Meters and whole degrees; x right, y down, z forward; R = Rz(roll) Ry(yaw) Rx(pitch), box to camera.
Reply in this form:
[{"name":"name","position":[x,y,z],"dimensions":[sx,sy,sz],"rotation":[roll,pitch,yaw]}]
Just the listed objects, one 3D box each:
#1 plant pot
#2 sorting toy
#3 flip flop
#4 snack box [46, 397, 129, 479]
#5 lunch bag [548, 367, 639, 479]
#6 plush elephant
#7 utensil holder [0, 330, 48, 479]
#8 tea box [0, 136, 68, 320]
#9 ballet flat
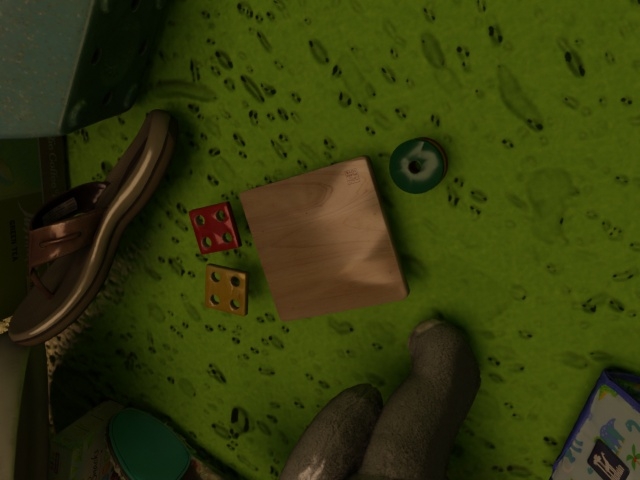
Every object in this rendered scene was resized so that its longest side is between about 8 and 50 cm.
[{"name":"plant pot","position":[-0.287,-0.220,0.567],"dimensions":[0.252,0.248,0.247],"rotation":[27,114,0]},{"name":"sorting toy","position":[0.000,0.000,0.603],"dimensions":[0.275,0.046,0.132],"rotation":[-14,98,26]},{"name":"flip flop","position":[-0.240,-0.020,0.637],"dimensions":[0.080,0.112,0.277],"rotation":[29,102,-34]},{"name":"snack box","position":[-0.284,0.277,0.772],"dimensions":[0.037,0.100,0.141],"rotation":[19,111,18]},{"name":"lunch bag","position":[0.277,0.191,0.515],"dimensions":[0.151,0.096,0.128],"rotation":[29,117,30]},{"name":"plush elephant","position":[0.011,0.273,0.568],"dimensions":[0.255,0.330,0.271],"rotation":[-17,105,45]},{"name":"utensil holder","position":[-0.496,0.255,0.644],"dimensions":[0.386,0.327,0.327],"rotation":[2,109,-17]},{"name":"tea box","position":[-0.497,-0.025,0.656],"dimensions":[0.329,0.323,0.219],"rotation":[8,107,22]},{"name":"ballet flat","position":[-0.157,0.290,0.735],"dimensions":[0.241,0.091,0.077],"rotation":[34,137,16]}]
